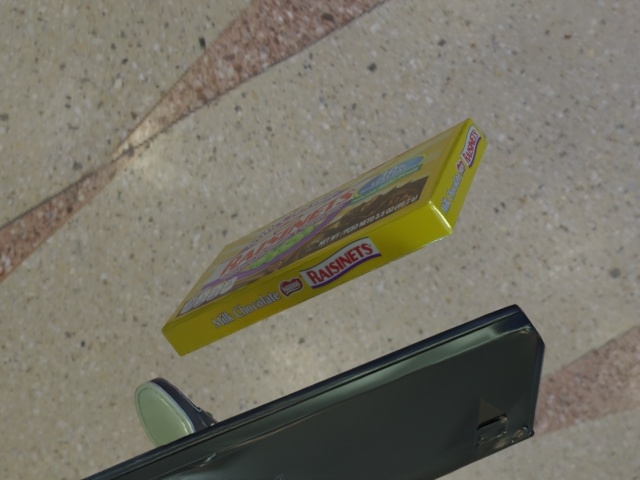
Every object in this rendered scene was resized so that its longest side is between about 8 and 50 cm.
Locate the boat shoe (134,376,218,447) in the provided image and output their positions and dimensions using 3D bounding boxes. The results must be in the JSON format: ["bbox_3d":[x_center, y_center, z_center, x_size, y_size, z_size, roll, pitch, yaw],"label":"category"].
[{"bbox_3d":[-0.170,0.277,1.245,0.081,0.068,0.227,-28,100,35],"label":"boat shoe"}]

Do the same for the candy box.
[{"bbox_3d":[0.000,0.000,0.542,0.206,0.105,0.027,-26,107,33],"label":"candy box"}]

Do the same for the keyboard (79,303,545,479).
[{"bbox_3d":[-0.040,0.134,0.433,0.317,0.033,0.201,-20,142,-8],"label":"keyboard"}]
